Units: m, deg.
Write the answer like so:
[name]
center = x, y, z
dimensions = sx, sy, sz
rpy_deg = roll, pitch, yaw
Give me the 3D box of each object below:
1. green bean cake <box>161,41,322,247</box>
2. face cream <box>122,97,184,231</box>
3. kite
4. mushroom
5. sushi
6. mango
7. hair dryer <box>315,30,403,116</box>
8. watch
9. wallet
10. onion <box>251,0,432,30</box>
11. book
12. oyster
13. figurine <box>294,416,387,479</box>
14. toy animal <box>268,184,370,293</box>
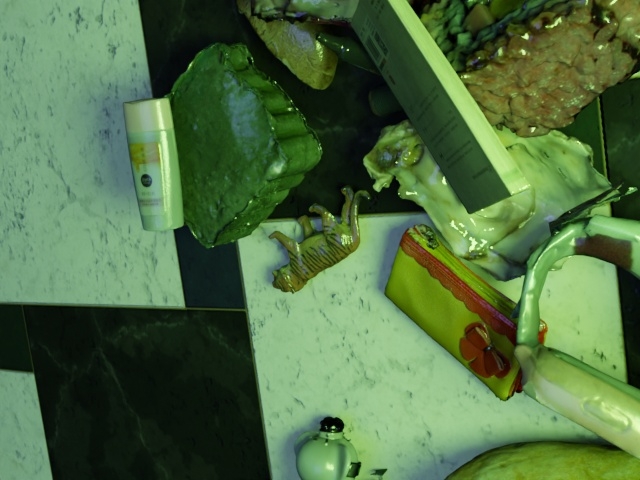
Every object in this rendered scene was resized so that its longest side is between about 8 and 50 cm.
[green bean cake]
center = -0.142, -0.149, 1.520
dimensions = 0.255, 0.132, 0.241
rpy_deg = -47, 71, 34
[face cream]
center = -0.251, -0.115, 1.494
dimensions = 0.084, 0.057, 0.198
rpy_deg = -1, 102, 30
[kite]
center = 0.309, -0.039, 1.136
dimensions = 0.011, 0.139, 0.156
rpy_deg = 56, 155, -3
[mushroom]
center = -0.045, -0.318, 1.438
dimensions = 0.094, 0.072, 0.210
rpy_deg = -42, 73, 28
[sushi]
center = 0.259, -0.253, 1.119
dimensions = 0.270, 0.171, 0.237
rpy_deg = -29, 40, 30
[mango]
center = 0.300, 0.338, 1.243
dimensions = 0.329, 0.175, 0.177
rpy_deg = -7, 64, 32
[hair dryer]
center = 0.092, -0.235, 1.277
dimensions = 0.173, 0.194, 0.050
rpy_deg = -18, 60, 39
[watch]
center = 0.349, 0.098, 1.150
dimensions = 0.253, 0.162, 0.241
rpy_deg = 29, 93, 15
[wallet]
center = 0.188, 0.095, 1.327
dimensions = 0.241, 0.067, 0.141
rpy_deg = 40, 142, 27
[onion]
center = 0.065, -0.400, 1.295
dimensions = 0.314, 0.146, 0.280
rpy_deg = 20, 99, 42
[book]
center = 0.124, -0.159, 1.125
dimensions = 0.283, 0.025, 0.215
rpy_deg = 57, 174, 0
[oyster]
center = 0.219, -0.071, 1.263
dimensions = 0.275, 0.100, 0.271
rpy_deg = -29, 82, 21
[figurine]
center = 0.008, 0.369, 1.529
dimensions = 0.147, 0.126, 0.193
rpy_deg = 11, 91, 47
[toy animal]
center = 0.000, 0.000, 1.493
dimensions = 0.241, 0.056, 0.099
rpy_deg = -32, 87, 38
